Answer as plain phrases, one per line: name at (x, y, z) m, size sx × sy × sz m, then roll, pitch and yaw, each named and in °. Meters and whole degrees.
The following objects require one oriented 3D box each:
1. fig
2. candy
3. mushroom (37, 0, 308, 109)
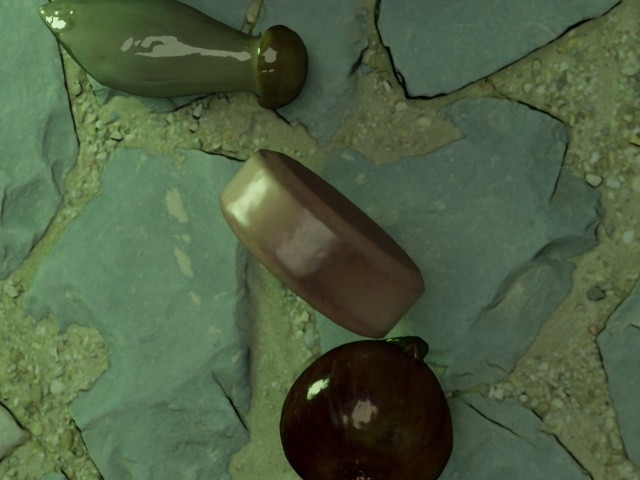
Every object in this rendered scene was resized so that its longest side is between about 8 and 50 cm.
fig at (0.056, 0.190, 1.274) m, size 0.205 × 0.205 × 0.205 m, roll 0°, pitch 88°, yaw 13°
candy at (0.000, 0.000, 1.263) m, size 0.255 × 0.255 × 0.094 m, roll 42°, pitch 98°, yaw 11°
mushroom at (-0.186, -0.229, 1.368) m, size 0.350 × 0.128 × 0.128 m, roll 12°, pitch 91°, yaw 11°
